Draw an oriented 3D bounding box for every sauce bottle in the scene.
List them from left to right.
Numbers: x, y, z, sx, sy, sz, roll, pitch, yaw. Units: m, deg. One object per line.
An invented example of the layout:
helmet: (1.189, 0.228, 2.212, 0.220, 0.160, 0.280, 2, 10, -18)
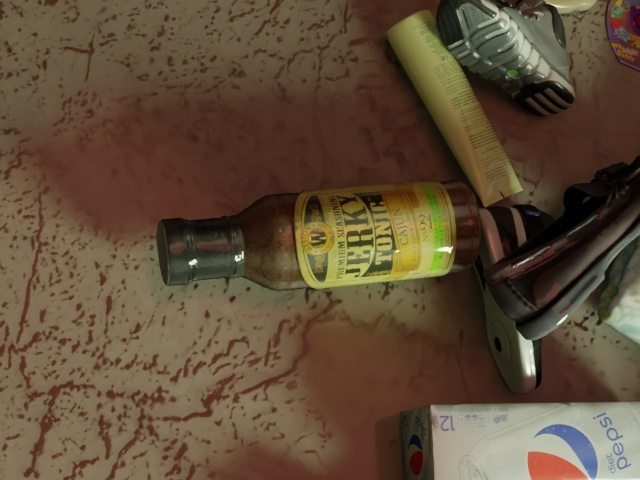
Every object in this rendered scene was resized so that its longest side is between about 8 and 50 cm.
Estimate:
sauce bottle: (0.000, 0.000, 1.185, 0.344, 0.111, 0.111, -7, 78, -16)

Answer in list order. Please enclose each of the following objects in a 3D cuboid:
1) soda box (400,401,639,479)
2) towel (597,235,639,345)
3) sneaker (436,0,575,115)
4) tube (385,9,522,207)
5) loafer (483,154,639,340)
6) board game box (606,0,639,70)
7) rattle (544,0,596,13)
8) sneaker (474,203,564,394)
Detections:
soda box: (0.238, 0.225, 1.199, 0.286, 0.098, 0.091, 2, 76, -15)
towel: (0.533, 0.011, 1.339, 0.320, 0.090, 0.374, 29, 70, -5)
sneaker: (0.221, -0.256, 1.305, 0.228, 0.086, 0.132, 36, 51, -36)
tube: (0.157, -0.153, 1.292, 0.070, 0.062, 0.240, -28, 86, -8)
loafer: (0.292, -0.021, 1.206, 0.095, 0.109, 0.302, 46, 63, -2)
board game box: (0.451, -0.272, 1.414, 0.168, 0.033, 0.133, 22, 72, -8)
rattle: (0.271, -0.355, 1.335, 0.199, 0.143, 0.130, 15, 91, -17)
sneaker: (0.249, 0.059, 1.252, 0.121, 0.079, 0.217, -9, 79, -18)
